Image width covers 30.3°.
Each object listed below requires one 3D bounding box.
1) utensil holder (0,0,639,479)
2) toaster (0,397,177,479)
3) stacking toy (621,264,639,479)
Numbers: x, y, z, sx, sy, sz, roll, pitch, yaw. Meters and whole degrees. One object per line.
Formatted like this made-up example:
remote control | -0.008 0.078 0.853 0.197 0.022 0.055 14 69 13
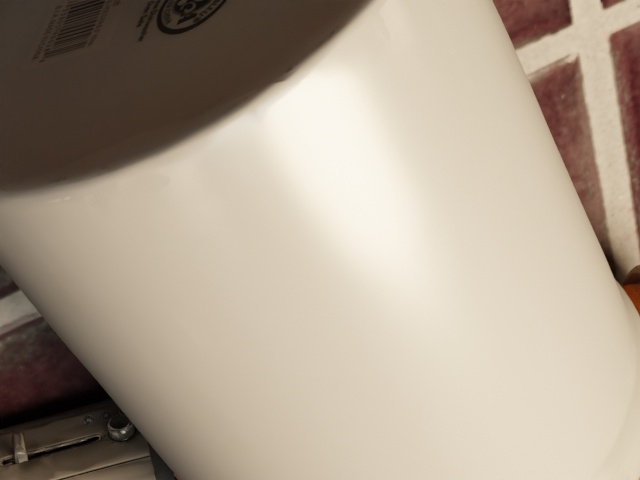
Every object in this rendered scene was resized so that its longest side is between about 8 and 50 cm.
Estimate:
utensil holder | 0.000 0.000 0.723 0.328 0.327 0.385 -32 128 -2
toaster | -0.189 0.230 0.916 0.146 0.129 0.227 -8 127 -16
stacking toy | 0.107 0.222 0.984 0.480 0.350 0.350 -9 127 2
